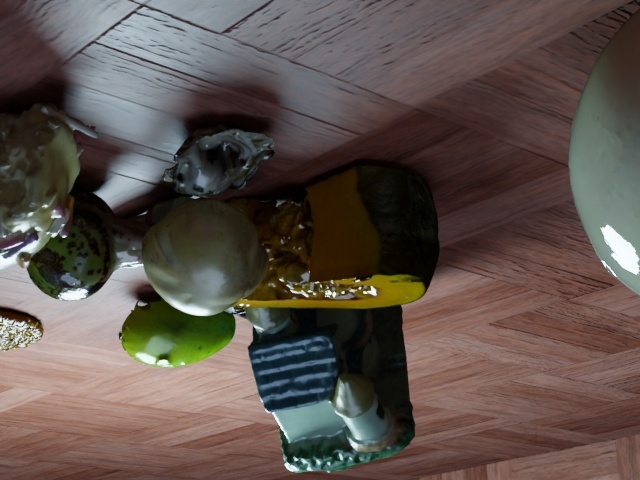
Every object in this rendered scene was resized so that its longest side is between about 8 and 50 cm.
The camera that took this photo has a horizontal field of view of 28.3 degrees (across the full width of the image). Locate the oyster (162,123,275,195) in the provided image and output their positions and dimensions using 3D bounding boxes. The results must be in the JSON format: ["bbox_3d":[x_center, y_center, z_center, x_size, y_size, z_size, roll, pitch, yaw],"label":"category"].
[{"bbox_3d":[-0.121,-0.082,1.367,0.108,0.053,0.166,-12,160,-29],"label":"oyster"}]

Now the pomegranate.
[{"bbox_3d":[-0.270,-0.004,1.467,0.163,0.126,0.138,-24,-159,3],"label":"pomegranate"}]

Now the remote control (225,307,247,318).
[{"bbox_3d":[-0.136,0.088,1.868,0.059,0.028,0.212,-13,157,33],"label":"remote control"}]

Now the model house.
[{"bbox_3d":[-0.002,0.131,1.707,0.194,0.267,0.325,-12,147,10],"label":"model house"}]

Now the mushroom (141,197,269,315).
[{"bbox_3d":[-0.130,0.017,1.428,0.148,0.112,0.148,5,122,7],"label":"mushroom"}]

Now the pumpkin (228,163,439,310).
[{"bbox_3d":[0.000,0.001,1.478,0.280,0.139,0.190,-1,164,-10],"label":"pumpkin"}]

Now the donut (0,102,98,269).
[{"bbox_3d":[-0.438,-0.052,1.280,0.371,0.150,0.307,7,159,-23],"label":"donut"}]

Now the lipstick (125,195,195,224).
[{"bbox_3d":[-0.219,-0.012,1.557,0.186,0.057,0.063,-12,161,41],"label":"lipstick"}]

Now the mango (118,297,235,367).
[{"bbox_3d":[-0.213,0.140,1.907,0.178,0.100,0.119,-2,159,-22],"label":"mango"}]

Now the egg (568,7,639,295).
[{"bbox_3d":[0.355,-0.087,1.065,0.283,0.283,0.345,-1,148,-1],"label":"egg"}]

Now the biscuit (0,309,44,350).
[{"bbox_3d":[-0.510,0.151,2.020,0.126,0.025,0.206,13,156,-35],"label":"biscuit"}]
